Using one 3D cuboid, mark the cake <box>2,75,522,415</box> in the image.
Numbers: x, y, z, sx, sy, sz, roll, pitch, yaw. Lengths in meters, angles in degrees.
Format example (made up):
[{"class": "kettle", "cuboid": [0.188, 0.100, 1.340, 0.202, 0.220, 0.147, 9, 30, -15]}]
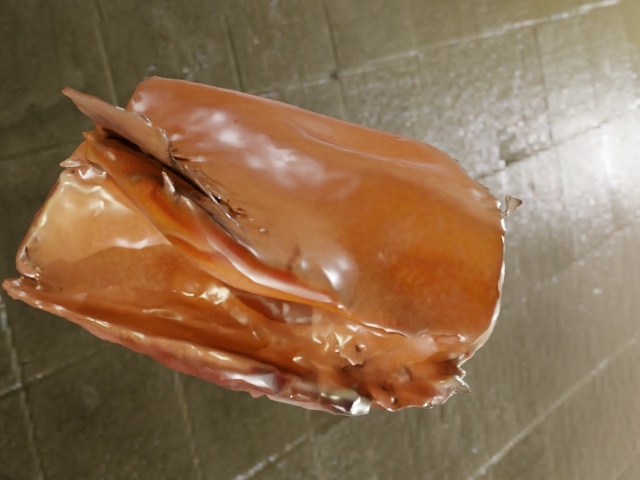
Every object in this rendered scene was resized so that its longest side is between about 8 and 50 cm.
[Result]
[{"class": "cake", "cuboid": [-0.002, 0.007, 0.454, 0.287, 0.135, 0.098, -2, 106, -81]}]
